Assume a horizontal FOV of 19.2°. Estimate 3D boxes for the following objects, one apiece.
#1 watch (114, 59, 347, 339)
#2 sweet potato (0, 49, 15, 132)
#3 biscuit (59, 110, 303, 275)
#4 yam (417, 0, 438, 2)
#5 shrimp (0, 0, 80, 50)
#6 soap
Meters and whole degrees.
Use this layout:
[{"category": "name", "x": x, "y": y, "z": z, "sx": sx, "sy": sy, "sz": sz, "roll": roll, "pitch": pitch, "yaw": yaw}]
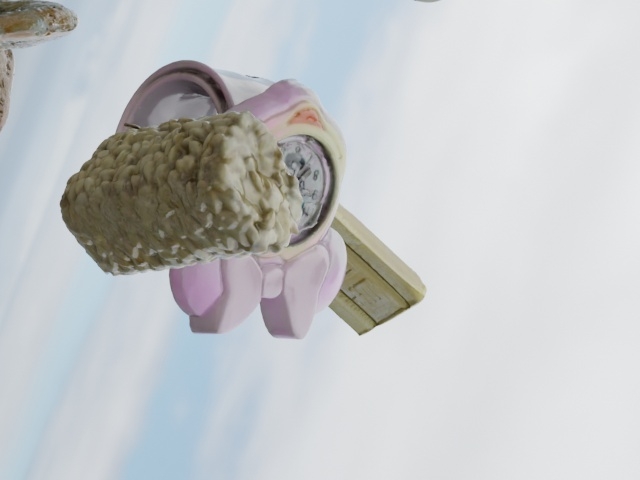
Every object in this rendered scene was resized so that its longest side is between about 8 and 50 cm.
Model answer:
[{"category": "watch", "x": -0.093, "y": -0.044, "z": 1.824, "sx": 0.217, "sy": 0.211, "sz": 0.248, "roll": 17, "pitch": -84, "yaw": 45}, {"category": "sweet potato", "x": -0.346, "y": -0.191, "z": 1.961, "sx": 0.068, "sy": 0.060, "sz": 0.206, "roll": 148, "pitch": -62, "yaw": -63}, {"category": "biscuit", "x": -0.082, "y": -0.026, "z": 1.084, "sx": 0.168, "sy": 0.082, "sz": 0.070, "roll": -4, "pitch": -144, "yaw": 49}, {"category": "yam", "x": 0.079, "y": -0.296, "z": 1.441, "sx": 0.066, "sy": 0.066, "sz": 0.299, "roll": 122, "pitch": -23, "yaw": -47}, {"category": "shrimp", "x": -0.309, "y": -0.196, "z": 1.698, "sx": 0.132, "sy": 0.187, "sz": 0.051, "roll": -9, "pitch": 96, "yaw": -66}, {"category": "soap", "x": 0.000, "y": 0.001, "z": 1.987, "sx": 0.092, "sy": 0.252, "sz": 0.037, "roll": -32, "pitch": -152, "yaw": 31}]
